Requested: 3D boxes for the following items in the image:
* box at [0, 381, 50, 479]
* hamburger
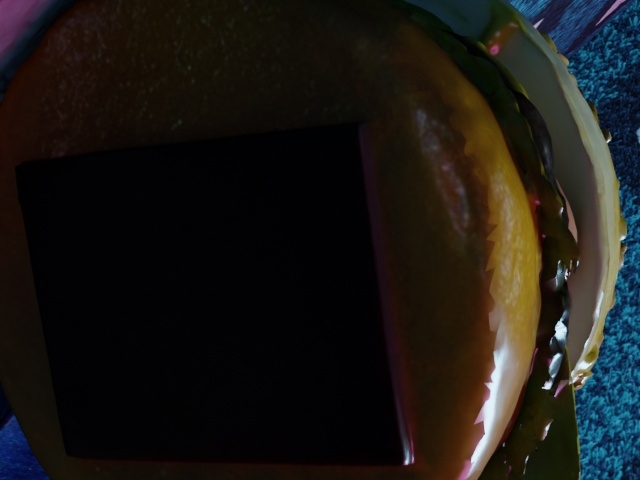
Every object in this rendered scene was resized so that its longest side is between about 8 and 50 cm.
[{"bbox_3d":[-0.113,0.127,0.921,0.279,0.261,0.116,-46,-142,37],"label":"box"},{"bbox_3d":[0.000,0.000,0.588,0.291,0.291,0.225,-44,167,27],"label":"hamburger"}]
